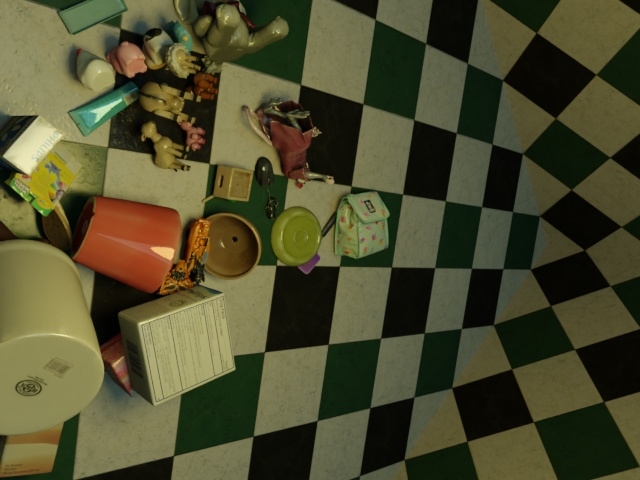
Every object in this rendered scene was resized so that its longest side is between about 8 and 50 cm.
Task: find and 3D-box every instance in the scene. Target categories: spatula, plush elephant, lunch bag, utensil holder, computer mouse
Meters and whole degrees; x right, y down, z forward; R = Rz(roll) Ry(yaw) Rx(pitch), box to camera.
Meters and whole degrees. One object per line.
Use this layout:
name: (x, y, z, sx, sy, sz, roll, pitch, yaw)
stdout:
spatula: (0.000, 0.000, 2.292, 0.084, 0.030, 0.296, 41, 71, -35)
plush elephant: (-0.302, -0.707, 1.727, 0.272, 0.330, 0.255, -12, 84, -42)
lunch bag: (0.177, -0.075, 2.348, 0.223, 0.160, 0.262, -15, 109, -47)
utensil holder: (-0.735, 0.233, 1.366, 0.328, 0.385, 0.327, -18, 129, -23)
computer mouse: (-0.193, -0.193, 2.067, 0.071, 0.041, 0.242, -28, 117, -36)

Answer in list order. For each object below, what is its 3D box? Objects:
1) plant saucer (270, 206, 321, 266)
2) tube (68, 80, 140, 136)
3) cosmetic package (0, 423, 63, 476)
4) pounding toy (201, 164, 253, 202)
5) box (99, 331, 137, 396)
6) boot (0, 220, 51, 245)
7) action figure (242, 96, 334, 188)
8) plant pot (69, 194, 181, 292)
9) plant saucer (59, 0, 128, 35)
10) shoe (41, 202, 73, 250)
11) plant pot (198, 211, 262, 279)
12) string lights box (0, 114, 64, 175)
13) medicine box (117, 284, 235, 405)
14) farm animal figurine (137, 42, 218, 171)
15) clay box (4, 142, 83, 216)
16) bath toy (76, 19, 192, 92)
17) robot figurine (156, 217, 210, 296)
plant saucer: (-0.084, -0.014, 2.186, 0.241, 0.037, 0.240, -5, 98, -36)
tube: (-0.627, -0.394, 1.624, 0.207, 0.052, 0.080, -41, 119, -22)
cosmetic package: (-0.824, 0.500, 1.577, 0.153, 0.129, 0.296, 12, 90, -42)
pounding toy: (-0.324, -0.188, 1.925, 0.130, 0.100, 0.141, 2, 100, -57)
box: (-0.544, 0.338, 1.784, 0.300, 0.154, 0.142, -37, 122, -30)
boot: (-0.858, -0.031, 1.457, 0.248, 0.090, 0.206, -17, 112, -35)
action figure: (-0.108, -0.319, 2.017, 0.276, 0.248, 0.370, -13, 139, -6)
plant pot: (-0.578, -0.004, 1.620, 0.243, 0.275, 0.274, 21, 85, -33)
plant saucer: (-0.644, -0.652, 1.570, 0.192, 0.018, 0.067, -41, 124, -28)
shoe: (-0.749, -0.078, 1.553, 0.058, 0.077, 0.219, -60, 134, -68)
plant pot: (-0.312, 0.010, 1.922, 0.110, 0.238, 0.237, -63, 151, -74)
string lights box: (-0.757, -0.243, 1.388, 0.077, 0.260, 0.133, 47, 67, -38)
medicine box: (-0.429, 0.308, 1.678, 0.289, 0.149, 0.263, -18, 109, -39)
farm animal figurine: (-0.461, -0.397, 1.681, 0.327, 0.172, 0.330, 64, 45, -82)
clay box: (-0.745, -0.172, 1.483, 0.127, 0.053, 0.222, 53, 32, -34)
bath toy: (-0.552, -0.542, 1.608, 0.348, 0.151, 0.129, -34, 78, -29)
robot figurine: (-0.466, 0.062, 1.816, 0.211, 0.085, 0.290, 9, 100, -29)
